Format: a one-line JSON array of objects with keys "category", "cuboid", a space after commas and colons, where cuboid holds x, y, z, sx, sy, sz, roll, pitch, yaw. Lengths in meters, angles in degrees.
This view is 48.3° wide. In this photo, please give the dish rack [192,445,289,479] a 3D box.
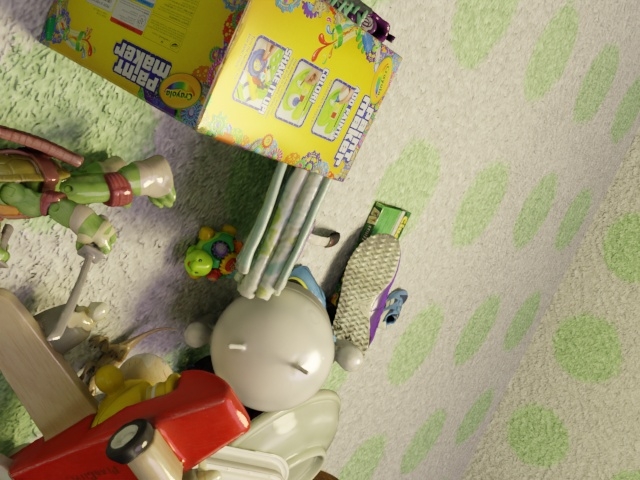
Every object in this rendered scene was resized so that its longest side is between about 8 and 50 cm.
[{"category": "dish rack", "cuboid": [-0.237, 0.519, 1.341, 0.332, 0.072, 0.286, 19, 103, -24]}]

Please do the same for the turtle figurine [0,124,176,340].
[{"category": "turtle figurine", "cuboid": [-0.309, -0.007, 0.850, 0.266, 0.275, 0.198, -24, 168, -48]}]

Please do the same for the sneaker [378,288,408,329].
[{"category": "sneaker", "cuboid": [0.180, 0.176, 1.790, 0.144, 0.059, 0.053, -37, 139, -33]}]

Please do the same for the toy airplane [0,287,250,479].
[{"category": "toy airplane", "cuboid": [-0.303, 0.270, 1.000, 0.272, 0.384, 0.386, -66, 176, -56]}]

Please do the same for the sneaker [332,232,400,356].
[{"category": "sneaker", "cuboid": [0.095, 0.126, 1.557, 0.146, 0.102, 0.293, 34, 77, -79]}]

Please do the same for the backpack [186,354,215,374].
[{"category": "backpack", "cuboid": [-0.200, 0.275, 1.304, 0.084, 0.105, 0.114, -24, 157, -46]}]

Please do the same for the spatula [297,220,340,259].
[{"category": "spatula", "cuboid": [0.000, 0.000, 1.346, 0.084, 0.030, 0.296, -64, 166, 7]}]

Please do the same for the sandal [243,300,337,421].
[{"category": "sandal", "cuboid": [-0.097, 0.308, 1.474, 0.446, 0.107, 0.168, -44, 146, -24]}]

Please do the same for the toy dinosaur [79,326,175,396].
[{"category": "toy dinosaur", "cuboid": [-0.323, 0.178, 1.127, 0.183, 0.053, 0.093, -44, 161, -10]}]

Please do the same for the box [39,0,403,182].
[{"category": "box", "cuboid": [-0.110, -0.226, 0.843, 0.279, 0.290, 0.177, 11, 107, -56]}]

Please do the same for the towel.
[{"category": "towel", "cuboid": [-0.028, -0.100, 1.114, 0.320, 0.090, 0.375, -111, -135, -86]}]

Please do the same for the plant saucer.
[{"category": "plant saucer", "cuboid": [-0.097, 0.484, 1.528, 0.400, 0.100, 0.400, -31, 151, -19]}]

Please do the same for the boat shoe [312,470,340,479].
[{"category": "boat shoe", "cuboid": [-0.047, 0.696, 1.870, 0.123, 0.123, 0.342, -52, 150, 16]}]

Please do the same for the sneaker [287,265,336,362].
[{"category": "sneaker", "cuboid": [-0.006, 0.148, 1.438, 0.082, 0.069, 0.209, -44, 116, -56]}]

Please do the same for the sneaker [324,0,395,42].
[{"category": "sneaker", "cuboid": [0.034, -0.363, 1.109, 0.223, 0.098, 0.083, 1, 115, -54]}]

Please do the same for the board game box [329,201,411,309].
[{"category": "board game box", "cuboid": [0.112, 0.041, 1.616, 0.136, 0.030, 0.260, 12, 106, -54]}]

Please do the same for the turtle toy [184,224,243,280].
[{"category": "turtle toy", "cuboid": [-0.176, 0.029, 1.174, 0.130, 0.066, 0.095, -6, 121, -52]}]

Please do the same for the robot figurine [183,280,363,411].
[{"category": "robot figurine", "cuboid": [-0.077, 0.173, 1.218, 0.353, 0.299, 0.200, -84, 180, -90]}]
